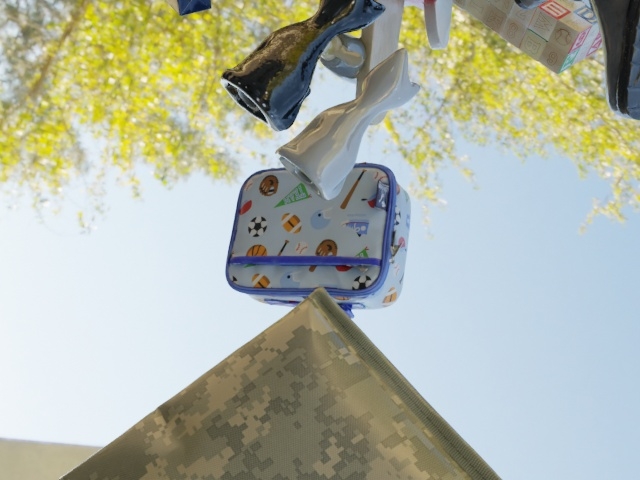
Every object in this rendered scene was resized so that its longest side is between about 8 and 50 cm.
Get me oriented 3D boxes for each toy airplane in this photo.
[{"bbox_3d":[0.084,-0.423,1.080,0.386,0.272,0.384,-71,160,-44],"label":"toy airplane"}]

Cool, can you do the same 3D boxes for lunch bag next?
[{"bbox_3d":[0.000,0.000,1.183,0.303,0.115,0.243,0,-112,25],"label":"lunch bag"},{"bbox_3d":[0.006,0.214,0.453,0.235,0.169,0.287,-35,-124,-13],"label":"lunch bag"}]

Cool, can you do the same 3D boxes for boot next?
[{"bbox_3d":[0.329,-0.308,0.890,0.222,0.118,0.338,6,-88,57],"label":"boot"}]

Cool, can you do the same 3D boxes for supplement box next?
[{"bbox_3d":[-0.218,-0.416,1.157,0.083,0.056,0.083,50,-29,38],"label":"supplement box"}]

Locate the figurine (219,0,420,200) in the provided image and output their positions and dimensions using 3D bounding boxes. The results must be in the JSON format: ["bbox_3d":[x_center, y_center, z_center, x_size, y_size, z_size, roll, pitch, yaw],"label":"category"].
[{"bbox_3d":[0.020,-0.187,0.871,0.209,0.215,0.092,-46,-134,-8],"label":"figurine"}]

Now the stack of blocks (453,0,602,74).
[{"bbox_3d":[0.364,-0.434,1.285,0.297,0.171,0.087,43,-34,21],"label":"stack of blocks"}]
